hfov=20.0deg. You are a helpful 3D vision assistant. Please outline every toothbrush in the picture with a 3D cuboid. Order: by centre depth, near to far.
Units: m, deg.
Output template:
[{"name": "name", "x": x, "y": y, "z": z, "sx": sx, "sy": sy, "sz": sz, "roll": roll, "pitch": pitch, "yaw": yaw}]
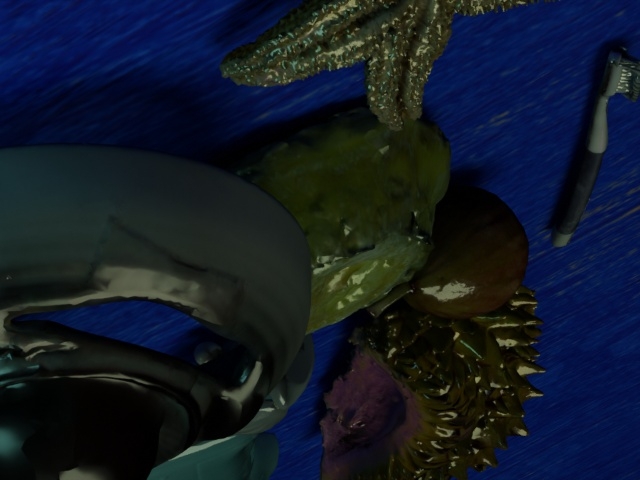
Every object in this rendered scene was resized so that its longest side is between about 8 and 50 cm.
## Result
[{"name": "toothbrush", "x": 0.181, "y": -0.054, "z": 1.199, "sx": 0.288, "sy": 0.026, "sz": 0.024, "roll": 93, "pitch": 23, "yaw": -68}]

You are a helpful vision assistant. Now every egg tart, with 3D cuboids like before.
[{"name": "egg tart", "x": 0.000, "y": 0.000, "z": 1.057, "sx": 0.197, "sy": 0.078, "sz": 0.197, "roll": -22, "pitch": 162, "yaw": -8}]

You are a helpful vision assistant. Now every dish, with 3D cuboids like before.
[{"name": "dish", "x": -0.131, "y": 0.078, "z": 0.914, "sx": 0.273, "sy": 0.134, "sz": 0.273, "roll": -7, "pitch": 150, "yaw": -4}]

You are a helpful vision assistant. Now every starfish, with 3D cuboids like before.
[{"name": "starfish", "x": 0.058, "y": -0.133, "z": 0.848, "sx": 0.227, "sy": 0.043, "sz": 0.240, "roll": -24, "pitch": 156, "yaw": -9}]

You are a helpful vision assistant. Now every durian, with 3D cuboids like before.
[{"name": "durian", "x": 0.104, "y": 0.122, "z": 1.419, "sx": 0.191, "sy": 0.112, "sz": 0.341, "roll": -16, "pitch": 156, "yaw": -16}]

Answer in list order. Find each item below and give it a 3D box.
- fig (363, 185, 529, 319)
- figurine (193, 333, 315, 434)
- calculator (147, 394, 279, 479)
[{"name": "fig", "x": 0.076, "y": 0.017, "z": 1.144, "sx": 0.089, "sy": 0.089, "sz": 0.125, "roll": -41, "pitch": 176, "yaw": 37}, {"name": "figurine", "x": -0.053, "y": 0.090, "z": 1.238, "sx": 0.086, "sy": 0.082, "sz": 0.094, "roll": -18, "pitch": 156, "yaw": 35}, {"name": "calculator", "x": -0.208, "y": 0.206, "z": 1.359, "sx": 0.386, "sy": 0.054, "sz": 0.256, "roll": -18, "pitch": 159, "yaw": -9}]
